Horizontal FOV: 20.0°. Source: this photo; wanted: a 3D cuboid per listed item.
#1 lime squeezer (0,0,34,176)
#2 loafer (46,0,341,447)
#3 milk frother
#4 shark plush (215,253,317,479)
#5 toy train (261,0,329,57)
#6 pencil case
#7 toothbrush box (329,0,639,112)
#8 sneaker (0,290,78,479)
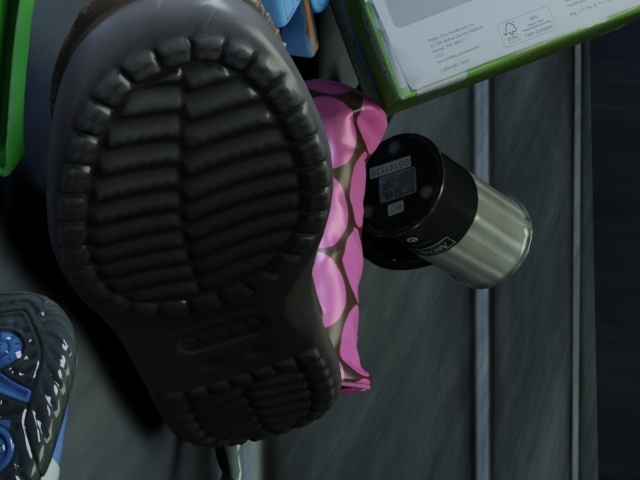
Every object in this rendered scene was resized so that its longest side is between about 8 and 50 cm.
[{"bbox_3d":[-0.147,-0.179,0.734,0.110,0.059,0.310,-42,142,-28],"label":"lime squeezer"},{"bbox_3d":[-0.070,-0.021,0.923,0.366,0.134,0.130,87,-12,-58],"label":"loafer"},{"bbox_3d":[0.084,-0.050,1.426,0.135,0.129,0.143,30,68,-49],"label":"milk frother"},{"bbox_3d":[-0.044,0.067,1.090,0.073,0.067,0.161,73,23,-51],"label":"shark plush"},{"bbox_3d":[-0.043,-0.178,1.061,0.184,0.080,0.105,81,27,-43],"label":"toy train"},{"bbox_3d":[0.000,0.000,1.216,0.098,0.095,0.209,14,77,-42],"label":"pencil case"},{"bbox_3d":[0.118,-0.176,1.235,0.283,0.206,0.122,-166,-125,-90],"label":"toothbrush box"},{"bbox_3d":[-0.146,0.120,0.709,0.081,0.080,0.211,73,32,-67],"label":"sneaker"}]
